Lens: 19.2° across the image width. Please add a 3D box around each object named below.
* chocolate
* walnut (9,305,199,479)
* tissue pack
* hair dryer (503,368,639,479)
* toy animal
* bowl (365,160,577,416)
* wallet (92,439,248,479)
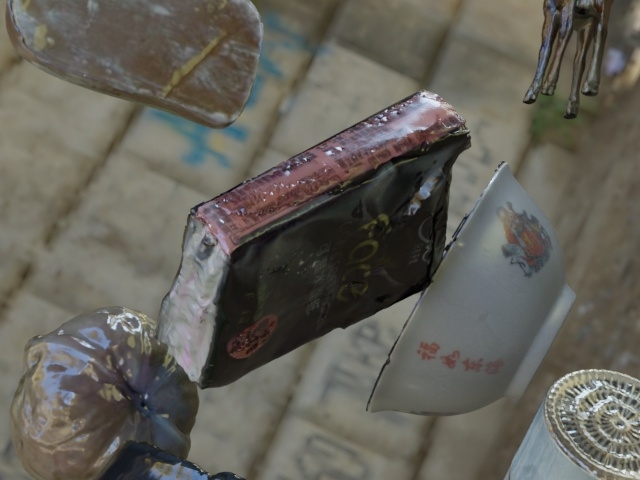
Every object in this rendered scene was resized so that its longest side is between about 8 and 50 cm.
[{"bbox_3d":[-0.190,-0.202,1.863,0.080,0.254,0.156,140,146,-62],"label":"chocolate"},{"bbox_3d":[-0.273,0.203,2.360,0.248,0.248,0.248,25,-90,-90],"label":"walnut"},{"bbox_3d":[0.000,0.000,1.923,0.332,0.123,0.245,-27,-27,-31],"label":"tissue pack"},{"bbox_3d":[0.224,0.268,1.218,0.357,0.108,0.173,61,147,39],"label":"hair dryer"},{"bbox_3d":[0.245,-0.251,1.795,0.243,0.087,0.259,165,115,-75],"label":"toy animal"},{"bbox_3d":[0.203,0.091,2.240,0.345,0.157,0.345,-59,-8,-13],"label":"bowl"},{"bbox_3d":[-0.175,0.299,1.085,0.406,0.062,0.228,-53,29,-18],"label":"wallet"}]
